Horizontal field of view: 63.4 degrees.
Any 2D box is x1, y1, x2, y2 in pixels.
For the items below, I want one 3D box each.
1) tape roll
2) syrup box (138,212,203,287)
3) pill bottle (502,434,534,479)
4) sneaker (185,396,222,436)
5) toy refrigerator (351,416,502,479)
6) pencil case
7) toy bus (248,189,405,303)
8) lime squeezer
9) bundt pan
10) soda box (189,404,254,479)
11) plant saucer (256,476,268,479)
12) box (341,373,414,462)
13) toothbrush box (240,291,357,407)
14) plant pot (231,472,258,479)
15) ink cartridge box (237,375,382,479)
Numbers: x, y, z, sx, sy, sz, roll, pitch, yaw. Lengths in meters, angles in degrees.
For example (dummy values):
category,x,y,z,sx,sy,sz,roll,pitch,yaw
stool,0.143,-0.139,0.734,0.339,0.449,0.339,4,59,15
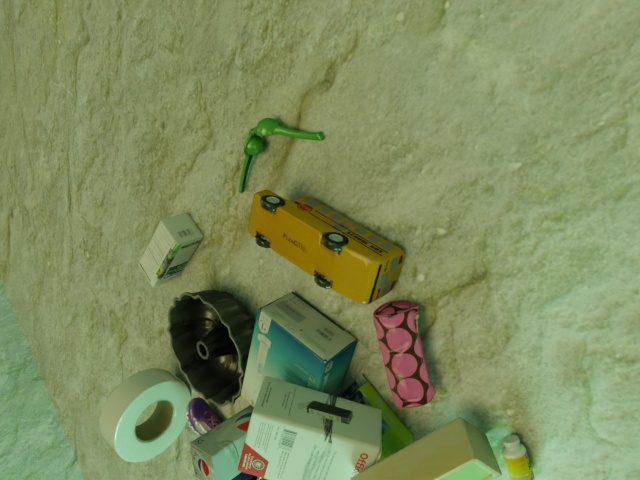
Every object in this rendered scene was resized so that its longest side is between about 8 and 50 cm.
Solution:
category,x,y,z,sx,sy,sz,roll,pitch,yaw
tape roll,-0.565,0.566,1.693,0.100,0.286,0.286,20,118,37
syrup box,-0.444,0.032,1.524,0.096,0.093,0.237,53,132,14
pill bottle,0.362,0.404,0.956,0.043,0.043,0.083,-15,95,44
sneaker,-0.331,0.595,1.629,0.104,0.095,0.237,-31,88,37
toy refrigerator,0.198,0.458,0.997,0.269,0.102,0.094,-37,34,20
pencil case,0.172,0.229,1.040,0.098,0.095,0.210,-11,99,23
toy bus,0.000,0.000,1.083,0.332,0.130,0.108,31,125,31
lime squeezer,-0.122,-0.214,1.187,0.310,0.059,0.110,-26,117,43
bundt pan,-0.281,0.281,1.444,0.330,0.124,0.331,16,116,37
soda box,-0.184,0.496,1.316,0.091,0.286,0.098,7,108,41
plant saucer,-0.058,0.592,1.233,0.188,0.045,0.189,33,104,28
box,0.117,0.408,1.182,0.178,0.042,0.109,49,131,17
toothbrush box,-0.060,0.312,1.250,0.216,0.126,0.296,32,123,29
plant pot,-0.154,0.722,1.361,0.235,0.212,0.236,19,135,25
ink cartridge box,-0.021,0.433,1.122,0.272,0.114,0.197,17,120,1
